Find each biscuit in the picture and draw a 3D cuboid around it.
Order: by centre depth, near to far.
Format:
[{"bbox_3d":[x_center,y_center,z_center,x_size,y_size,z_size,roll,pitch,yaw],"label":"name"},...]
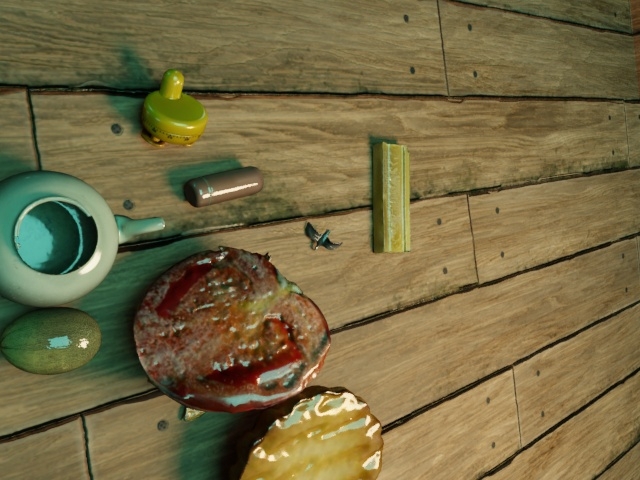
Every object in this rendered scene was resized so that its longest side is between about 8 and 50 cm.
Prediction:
[{"bbox_3d":[-0.029,0.417,1.021,0.326,0.107,0.325,-8,106,-32],"label":"biscuit"}]

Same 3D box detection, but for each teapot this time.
[{"bbox_3d":[-0.382,-0.003,0.773,0.295,0.130,0.193,-9,93,-38],"label":"teapot"}]

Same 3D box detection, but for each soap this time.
[{"bbox_3d":[0.163,-0.095,1.259,0.092,0.037,0.251,1,87,-39],"label":"soap"}]

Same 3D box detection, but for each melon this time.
[{"bbox_3d":[-0.381,0.142,0.788,0.131,0.098,0.097,5,85,-30],"label":"melon"}]

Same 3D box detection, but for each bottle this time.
[{"bbox_3d":[-0.170,-0.097,0.989,0.140,0.053,0.053,-19,100,-37],"label":"bottle"}]

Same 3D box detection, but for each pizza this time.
[{"bbox_3d":[-0.209,0.286,0.968,0.083,0.016,0.037,-39,112,-28],"label":"pizza"}]

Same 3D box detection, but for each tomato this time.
[{"bbox_3d":[-0.152,0.172,0.924,0.309,0.170,0.308,7,58,-11],"label":"tomato"}]

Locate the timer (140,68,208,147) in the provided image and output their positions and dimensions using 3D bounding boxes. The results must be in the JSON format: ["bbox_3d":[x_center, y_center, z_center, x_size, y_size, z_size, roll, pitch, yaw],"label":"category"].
[{"bbox_3d":[-0.237,-0.212,0.906,0.107,0.109,0.107,17,40,-14],"label":"timer"}]

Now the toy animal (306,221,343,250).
[{"bbox_3d":[0.001,0.000,1.132,0.084,0.050,0.028,30,29,4],"label":"toy animal"}]
